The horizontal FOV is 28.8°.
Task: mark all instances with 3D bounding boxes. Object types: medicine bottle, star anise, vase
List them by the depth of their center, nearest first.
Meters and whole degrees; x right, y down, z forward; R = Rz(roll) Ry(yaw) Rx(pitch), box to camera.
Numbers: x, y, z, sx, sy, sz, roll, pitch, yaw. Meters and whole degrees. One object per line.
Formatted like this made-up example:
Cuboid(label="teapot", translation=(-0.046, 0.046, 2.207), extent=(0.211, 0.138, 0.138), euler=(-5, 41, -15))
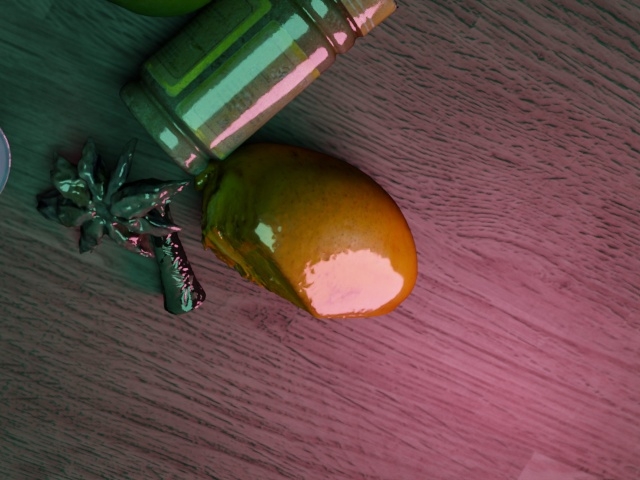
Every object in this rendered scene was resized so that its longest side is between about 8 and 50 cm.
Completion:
Cuboid(label="medicine bottle", translation=(-0.077, -0.231, 1.494), extent=(0.322, 0.151, 0.151), euler=(-41, 120, 2))
Cuboid(label="star anise", translation=(-0.257, -0.041, 1.526), extent=(0.204, 0.061, 0.181), euler=(10, 130, 9))
Cuboid(label="vase", translation=(-0.196, 0.011, 1.614), extent=(0.059, 0.059, 0.167), euler=(-19, 118, -10))

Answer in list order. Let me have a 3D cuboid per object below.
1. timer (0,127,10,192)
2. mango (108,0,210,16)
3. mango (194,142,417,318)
Cuboid(label="timer", translation=(-0.558, -0.084, 1.327), extent=(0.394, 0.173, 0.395), euler=(-19, 134, -20))
Cuboid(label="mango", translation=(-0.220, -0.342, 1.423), extent=(0.250, 0.114, 0.156), euler=(11, 120, -11))
Cuboid(label="mango", translation=(0.000, 0.000, 1.610), extent=(0.350, 0.201, 0.199), euler=(22, 131, -35))
